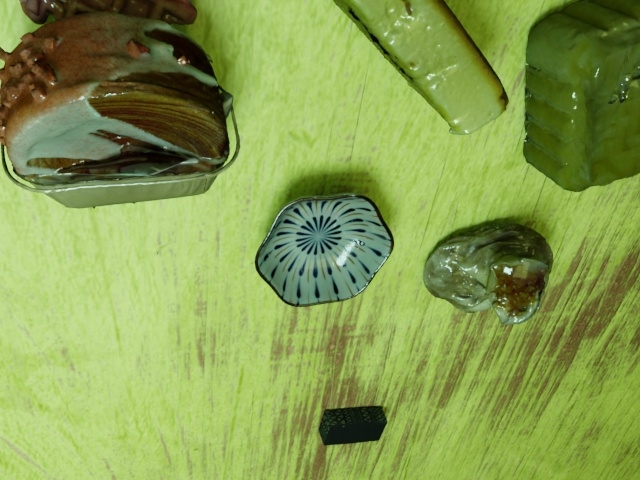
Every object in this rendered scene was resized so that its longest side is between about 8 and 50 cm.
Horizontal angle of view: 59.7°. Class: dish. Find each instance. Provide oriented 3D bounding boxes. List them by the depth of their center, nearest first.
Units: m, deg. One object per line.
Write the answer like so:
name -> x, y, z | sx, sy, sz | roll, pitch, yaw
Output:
dish -> 0.000, 0.000, 0.755 | 0.190, 0.066, 0.191 | -8, 126, -11

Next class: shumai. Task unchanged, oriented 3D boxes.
shumai -> 0.274, 0.062, 0.847 | 0.209, 0.153, 0.161 | 4, 115, -18

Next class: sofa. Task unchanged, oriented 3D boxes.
sofa -> 0.060, 0.344, 1.036 | 0.118, 0.039, 0.060 | 3, 121, -21

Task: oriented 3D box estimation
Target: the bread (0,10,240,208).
bread -> -0.190, -0.108, 0.535 | 0.224, 0.142, 0.212 | -8, 162, -14

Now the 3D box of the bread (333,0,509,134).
bread -> 0.058, -0.245, 0.554 | 0.077, 0.138, 0.361 | -43, 126, 15

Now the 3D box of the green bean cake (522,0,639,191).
green bean cake -> 0.393, -0.195, 0.718 | 0.233, 0.124, 0.236 | -21, 128, -5

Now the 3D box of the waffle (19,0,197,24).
waffle -> -0.197, -0.279, 0.494 | 0.221, 0.055, 0.234 | -21, 130, -2
